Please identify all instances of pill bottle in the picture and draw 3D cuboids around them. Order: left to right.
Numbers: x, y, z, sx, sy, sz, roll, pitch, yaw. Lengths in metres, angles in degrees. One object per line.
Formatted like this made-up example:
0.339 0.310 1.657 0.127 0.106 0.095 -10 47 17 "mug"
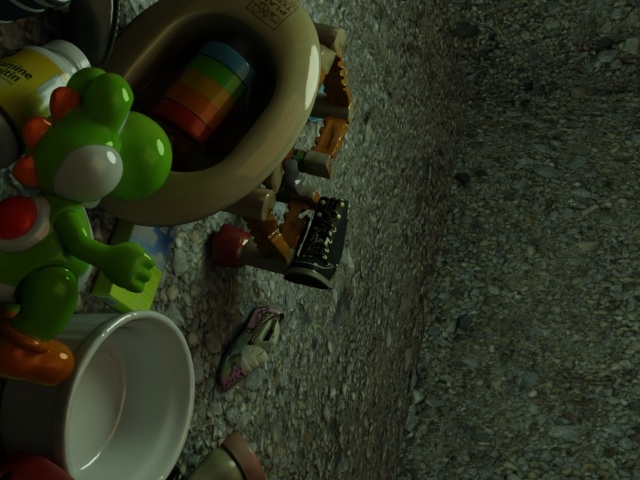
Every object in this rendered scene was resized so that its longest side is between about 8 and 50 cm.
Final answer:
-0.366 -0.176 0.847 0.184 0.103 0.103 -62 145 -45 "pill bottle"

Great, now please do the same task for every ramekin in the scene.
-0.311 0.232 0.972 0.277 0.135 0.277 3 90 -67 "ramekin"

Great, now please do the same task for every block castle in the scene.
-0.106 -0.189 1.315 0.303 0.213 0.453 72 35 -61 "block castle"

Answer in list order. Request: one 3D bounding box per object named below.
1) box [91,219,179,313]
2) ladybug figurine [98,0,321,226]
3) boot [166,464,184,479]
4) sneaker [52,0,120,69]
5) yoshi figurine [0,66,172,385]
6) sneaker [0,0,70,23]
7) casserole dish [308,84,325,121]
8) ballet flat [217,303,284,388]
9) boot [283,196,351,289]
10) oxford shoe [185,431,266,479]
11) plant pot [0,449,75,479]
-0.293 0.026 1.104 0.109 0.042 0.178 54 44 -55 "box"
-0.177 -0.207 1.051 0.449 0.305 0.162 -51 179 -16 "ladybug figurine"
-0.210 0.451 1.142 0.094 0.247 0.207 -126 -160 -54 "boot"
-0.349 -0.380 0.881 0.146 0.122 0.330 -14 107 -46 "sneaker"
-0.286 -0.020 0.838 0.203 0.204 0.362 -121 -126 -82 "yoshi figurine"
-0.372 -0.380 0.751 0.099 0.153 0.282 -65 147 -42 "sneaker"
-0.015 -0.356 1.702 0.188 0.037 0.114 -34 123 -60 "casserole dish"
-0.135 0.217 1.435 0.221 0.079 0.077 -60 145 -45 "ballet flat"
-0.002 0.000 1.294 0.236 0.085 0.178 36 67 -79 "boot"
-0.181 0.548 1.355 0.146 0.140 0.397 -28 128 -28 "oxford shoe"
-0.367 0.376 0.803 0.174 0.191 0.191 -46 134 -47 "plant pot"
